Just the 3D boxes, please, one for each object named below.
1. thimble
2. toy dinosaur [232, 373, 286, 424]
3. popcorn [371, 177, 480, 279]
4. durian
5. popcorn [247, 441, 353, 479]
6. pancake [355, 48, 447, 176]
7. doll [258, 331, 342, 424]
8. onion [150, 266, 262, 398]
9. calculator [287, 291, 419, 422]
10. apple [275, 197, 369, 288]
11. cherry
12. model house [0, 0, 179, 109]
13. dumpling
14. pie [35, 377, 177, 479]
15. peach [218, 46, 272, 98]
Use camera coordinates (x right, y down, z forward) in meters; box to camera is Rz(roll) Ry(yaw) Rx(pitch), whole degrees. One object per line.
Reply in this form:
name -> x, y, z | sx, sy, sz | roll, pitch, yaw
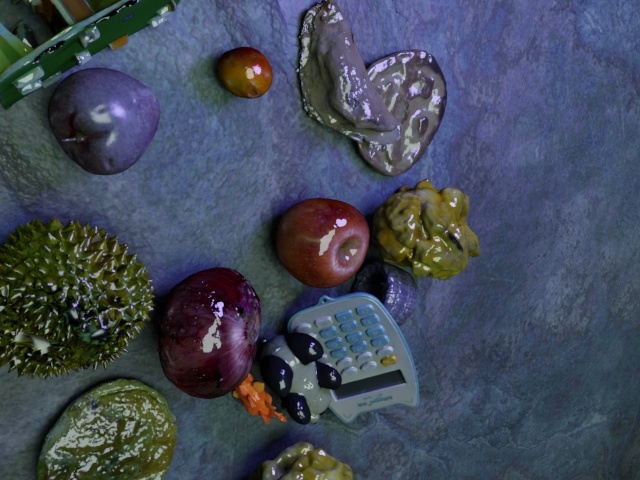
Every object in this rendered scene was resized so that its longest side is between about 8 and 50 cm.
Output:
thimble -> 0.152, 0.126, 1.366 | 0.097, 0.150, 0.150 | 19, 92, -34
toy dinosaur -> -0.140, 0.344, 1.245 | 0.070, 0.117, 0.288 | -46, 122, -16
popcorn -> 0.253, -0.021, 1.358 | 0.286, 0.215, 0.252 | 21, 54, -42
durian -> -0.413, 0.086, 0.925 | 0.291, 0.225, 0.291 | -3, 130, -4
popcorn -> -0.050, 0.631, 1.303 | 0.312, 0.312, 0.312 | -11, 110, -32
pancake -> 0.181, -0.301, 1.322 | 0.294, 0.049, 0.294 | -12, 113, -30
doll -> -0.047, 0.307, 1.273 | 0.143, 0.135, 0.234 | -41, 115, -21
onion -> -0.223, 0.170, 1.095 | 0.252, 0.219, 0.252 | 3, 90, -67
calculator -> 0.079, 0.270, 1.338 | 0.256, 0.054, 0.386 | -18, 122, 14
apple -> 0.000, 0.000, 1.221 | 0.201, 0.162, 0.201 | -22, 122, -39
cherry -> -0.350, -0.199, 0.927 | 0.176, 0.140, 0.176 | -11, 103, -57
model house -> -0.412, -0.401, 0.811 | 0.357, 0.242, 0.313 | -40, 106, -17
dumpling -> 0.046, -0.316, 1.177 | 0.166, 0.086, 0.332 | -37, 109, -10
pie -> -0.400, 0.407, 1.106 | 0.277, 0.078, 0.277 | -12, 112, -33
peach -> -0.139, -0.313, 1.061 | 0.100, 0.100, 0.101 | -11, 110, -32
